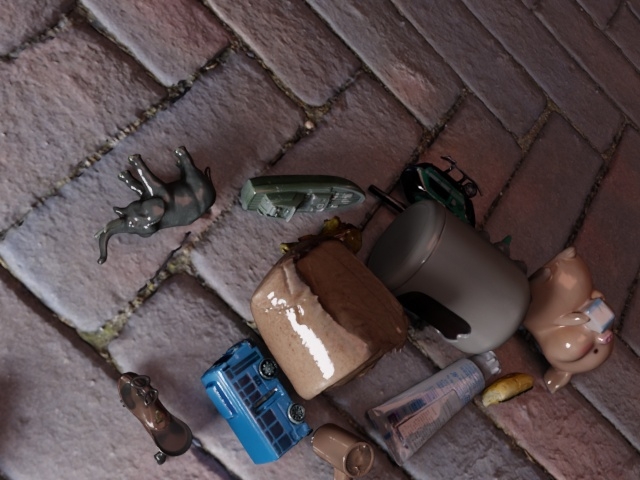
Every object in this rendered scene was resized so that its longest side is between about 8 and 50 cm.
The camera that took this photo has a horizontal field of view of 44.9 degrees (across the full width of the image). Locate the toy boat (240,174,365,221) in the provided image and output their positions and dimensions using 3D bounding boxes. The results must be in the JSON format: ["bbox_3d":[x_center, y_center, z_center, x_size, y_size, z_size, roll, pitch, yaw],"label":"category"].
[{"bbox_3d":[-0.023,-0.079,1.461,0.261,0.078,0.085,-2,54,-33],"label":"toy boat"}]

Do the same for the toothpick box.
[{"bbox_3d":[0.271,0.077,1.499,0.316,0.229,0.229,35,55,-17],"label":"toothpick box"}]

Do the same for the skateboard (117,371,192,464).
[{"bbox_3d":[-0.250,0.259,1.163,0.067,0.080,0.151,-37,90,-32],"label":"skateboard"}]

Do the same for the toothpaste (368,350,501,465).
[{"bbox_3d":[0.223,0.300,1.470,0.299,0.073,0.114,-28,87,-31],"label":"toothpaste"}]

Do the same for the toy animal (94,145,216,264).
[{"bbox_3d":[-0.283,-0.070,1.285,0.269,0.082,0.137,-29,86,-39],"label":"toy animal"}]

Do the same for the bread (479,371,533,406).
[{"bbox_3d":[0.378,0.296,1.563,0.106,0.072,0.053,-16,79,-35],"label":"bread"}]

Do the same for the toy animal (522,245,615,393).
[{"bbox_3d":[0.524,0.155,1.630,0.195,0.213,0.256,-34,87,-23],"label":"toy animal"}]

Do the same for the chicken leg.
[{"bbox_3d":[0.000,0.000,1.455,0.178,0.070,0.093,-13,55,-33],"label":"chicken leg"}]

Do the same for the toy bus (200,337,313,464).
[{"bbox_3d":[-0.108,0.260,1.250,0.106,0.090,0.184,-34,91,-35],"label":"toy bus"}]

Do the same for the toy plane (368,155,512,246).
[{"bbox_3d":[0.283,-0.042,1.638,0.382,0.106,0.155,41,60,-13],"label":"toy plane"}]

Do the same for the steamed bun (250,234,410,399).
[{"bbox_3d":[0.002,0.138,1.306,0.251,0.199,0.301,48,19,10],"label":"steamed bun"}]

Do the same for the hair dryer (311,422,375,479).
[{"bbox_3d":[0.034,0.404,1.289,0.064,0.117,0.181,-2,96,-31],"label":"hair dryer"}]
